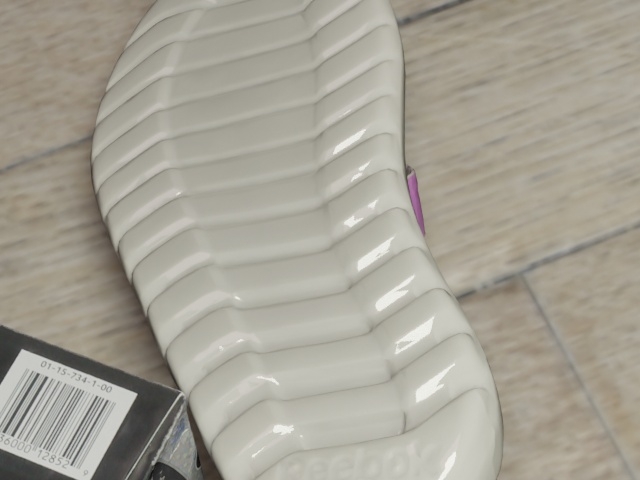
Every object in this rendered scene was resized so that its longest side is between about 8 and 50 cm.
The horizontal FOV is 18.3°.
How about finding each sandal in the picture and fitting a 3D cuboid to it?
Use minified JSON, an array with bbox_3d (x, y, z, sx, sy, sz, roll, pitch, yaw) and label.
[{"bbox_3d":[-0.015,0.005,0.963,0.169,0.102,0.416,-21,44,8],"label":"sandal"}]

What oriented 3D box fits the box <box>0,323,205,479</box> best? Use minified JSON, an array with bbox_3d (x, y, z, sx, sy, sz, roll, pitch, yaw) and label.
[{"bbox_3d":[-0.192,0.120,0.880,0.247,0.142,0.163,19,61,14],"label":"box"}]
